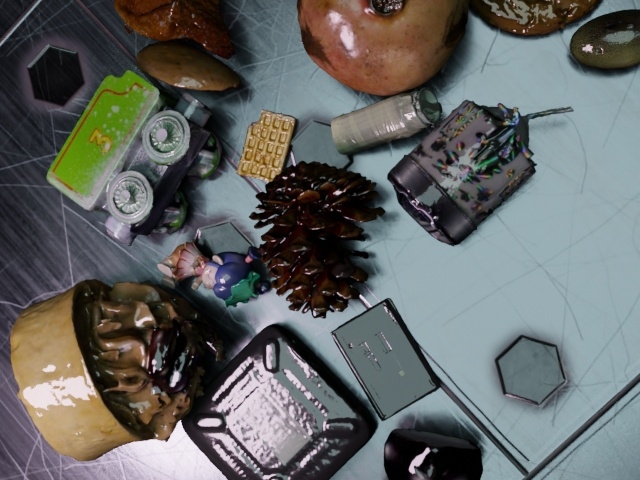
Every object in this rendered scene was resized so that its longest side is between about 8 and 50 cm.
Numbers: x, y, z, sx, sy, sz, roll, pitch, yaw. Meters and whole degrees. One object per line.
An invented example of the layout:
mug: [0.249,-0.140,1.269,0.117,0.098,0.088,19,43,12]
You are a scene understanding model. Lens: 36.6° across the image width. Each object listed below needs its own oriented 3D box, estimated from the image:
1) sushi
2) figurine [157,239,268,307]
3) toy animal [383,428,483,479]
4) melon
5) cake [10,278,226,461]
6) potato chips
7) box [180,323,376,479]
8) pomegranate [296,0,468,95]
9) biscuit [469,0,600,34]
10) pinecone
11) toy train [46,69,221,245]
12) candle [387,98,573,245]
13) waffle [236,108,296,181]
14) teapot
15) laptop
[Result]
sushi: [-0.274,-0.461,1.817,0.296,0.179,0.167,31,120,37]
figurine: [-0.198,0.055,1.821,0.194,0.111,0.102,20,55,16]
toy animal: [0.186,0.459,1.717,0.187,0.165,0.235,9,94,13]
melon: [0.517,-0.349,1.686,0.162,0.099,0.099,-9,88,16]
cake: [-0.342,0.205,1.747,0.321,0.332,0.333,-24,85,9]
potato chips: [-0.250,-0.334,1.817,0.201,0.150,0.049,25,121,24]
box: [-0.084,0.343,1.817,0.289,0.073,0.290,-45,82,8]
pomegranate: [0.110,-0.416,1.682,0.322,0.322,0.322,0,90,11]
biscuit: [0.388,-0.510,1.724,0.295,0.075,0.296,0,90,11]
pinecone: [0.001,0.001,1.725,0.246,0.246,0.292,-3,106,11]
toy train: [-0.344,-0.161,1.830,0.248,0.173,0.307,36,97,18]
candle: [0.282,-0.149,1.691,0.330,0.187,0.187,-43,82,7]
waffle: [-0.103,-0.181,1.848,0.092,0.021,0.135,14,93,11]
teapot: [0.128,-0.214,1.747,0.200,0.107,0.077,-15,85,39]
laptop: [0.121,0.222,1.805,0.135,0.016,0.197,-32,84,8]
